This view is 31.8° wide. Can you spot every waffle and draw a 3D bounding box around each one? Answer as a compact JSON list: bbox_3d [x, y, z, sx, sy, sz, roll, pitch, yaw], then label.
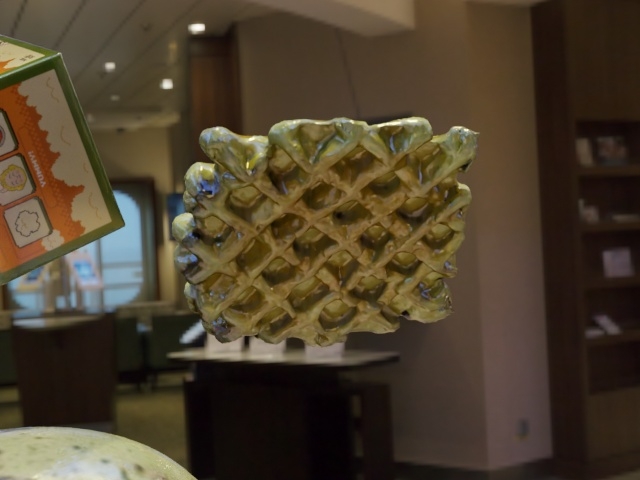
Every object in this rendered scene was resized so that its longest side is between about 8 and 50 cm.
[{"bbox_3d":[-0.001,-0.002,0.785,0.204,0.054,0.223,-6,-43,-8],"label":"waffle"}]

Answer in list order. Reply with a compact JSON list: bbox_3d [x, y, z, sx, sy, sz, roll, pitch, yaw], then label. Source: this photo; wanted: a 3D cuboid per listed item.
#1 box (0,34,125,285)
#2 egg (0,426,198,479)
[{"bbox_3d":[-0.309,-0.081,1.060,0.148,0.178,0.195,-28,28,-22],"label":"box"},{"bbox_3d":[-0.267,0.310,0.991,0.379,0.288,0.287,-5,1,-18],"label":"egg"}]
